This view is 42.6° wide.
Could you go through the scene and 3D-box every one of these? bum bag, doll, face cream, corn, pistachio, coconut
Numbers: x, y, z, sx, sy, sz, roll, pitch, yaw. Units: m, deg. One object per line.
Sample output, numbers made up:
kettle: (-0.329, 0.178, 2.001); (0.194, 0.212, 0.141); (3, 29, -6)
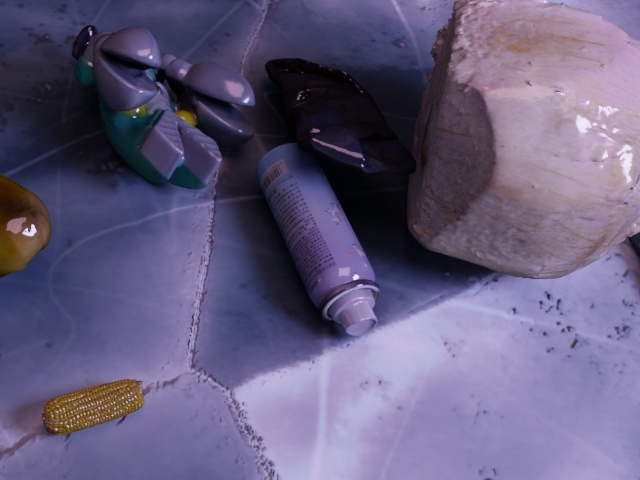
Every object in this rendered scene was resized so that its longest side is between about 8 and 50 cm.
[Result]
bum bag: (0.018, -0.143, 0.958); (0.137, 0.074, 0.310); (12, 27, -19)
doll: (-0.199, -0.171, 0.918); (0.258, 0.153, 0.195); (36, 25, 9)
face cream: (0.000, 0.000, 0.889); (0.075, 0.075, 0.229); (-11, 57, -22)
corn: (-0.204, 0.150, 0.745); (0.092, 0.037, 0.037); (-14, 58, -22)
pistachio: (-0.343, -0.022, 0.809); (0.189, 0.100, 0.110); (19, 27, 14)
coconut: (0.235, -0.104, 0.896); (0.255, 0.297, 0.297); (7, 51, 1)

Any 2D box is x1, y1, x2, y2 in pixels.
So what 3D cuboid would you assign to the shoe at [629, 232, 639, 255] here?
shoe: (0.430, 0.009, 0.988); (0.079, 0.078, 0.195); (5, 56, -9)
